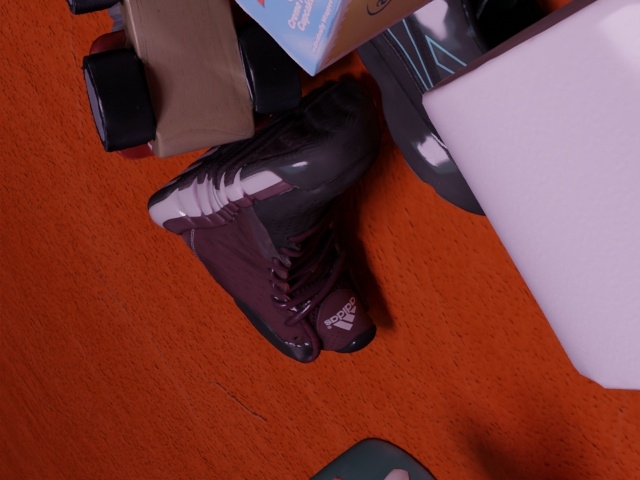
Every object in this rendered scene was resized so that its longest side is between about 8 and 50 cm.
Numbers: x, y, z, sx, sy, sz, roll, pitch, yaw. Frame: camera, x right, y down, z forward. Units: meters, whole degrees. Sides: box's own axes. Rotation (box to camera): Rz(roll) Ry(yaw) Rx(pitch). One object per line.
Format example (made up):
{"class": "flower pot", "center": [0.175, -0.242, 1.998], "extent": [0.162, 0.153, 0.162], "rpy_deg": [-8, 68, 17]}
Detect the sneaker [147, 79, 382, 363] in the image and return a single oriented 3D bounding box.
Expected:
{"class": "sneaker", "center": [0.000, 0.000, 0.979], "extent": [0.162, 0.106, 0.281], "rpy_deg": [54, 160, -10]}

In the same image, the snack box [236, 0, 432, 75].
{"class": "snack box", "center": [0.080, -0.210, 0.543], "extent": [0.060, 0.187, 0.322], "rpy_deg": [47, 149, 15]}

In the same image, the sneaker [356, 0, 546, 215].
{"class": "sneaker", "center": [0.042, -0.140, 0.785], "extent": [0.267, 0.101, 0.106], "rpy_deg": [47, 139, 1]}

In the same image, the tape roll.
{"class": "tape roll", "center": [0.173, -0.071, 0.442], "extent": [0.100, 0.286, 0.286], "rpy_deg": [60, 151, -4]}

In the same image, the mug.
{"class": "mug", "center": [0.041, 0.237, 1.133], "extent": [0.157, 0.097, 0.129], "rpy_deg": [53, 150, 7]}

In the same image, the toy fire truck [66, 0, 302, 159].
{"class": "toy fire truck", "center": [-0.129, -0.162, 0.959], "extent": [0.246, 0.159, 0.217], "rpy_deg": [-155, 51, -75]}

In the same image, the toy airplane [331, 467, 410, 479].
{"class": "toy airplane", "center": [0.168, 0.281, 0.811], "extent": [0.384, 0.272, 0.386], "rpy_deg": [59, 150, -7]}
